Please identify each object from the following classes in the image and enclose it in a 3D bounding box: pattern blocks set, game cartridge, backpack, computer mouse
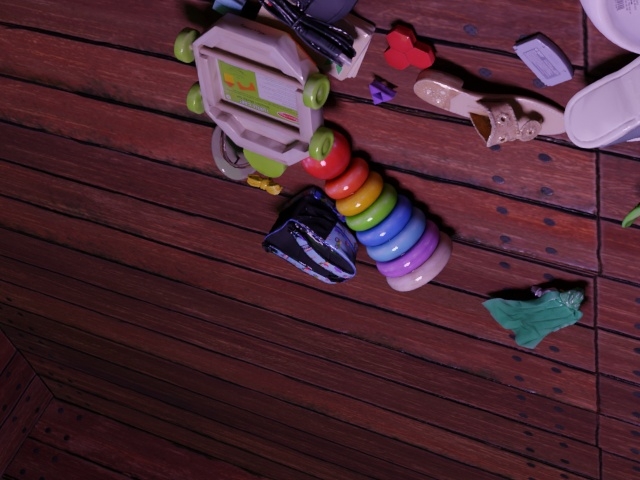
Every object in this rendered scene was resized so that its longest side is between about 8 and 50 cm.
[{"bbox_3d":[-0.006,-0.327,1.759,0.325,0.026,0.285,36,150,-12],"label":"pattern blocks set"},{"bbox_3d":[0.316,-0.253,1.599,0.083,0.017,0.056,42,153,-23],"label":"game cartridge"},{"bbox_3d":[0.000,0.000,2.191,0.173,0.117,0.158,36,151,-12],"label":"backpack"},{"bbox_3d":[0.013,-0.362,1.592,0.188,0.072,0.272,38,141,-4],"label":"computer mouse"}]

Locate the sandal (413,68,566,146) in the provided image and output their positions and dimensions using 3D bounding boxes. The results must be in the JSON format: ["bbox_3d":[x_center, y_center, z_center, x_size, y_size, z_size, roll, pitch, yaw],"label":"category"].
[{"bbox_3d":[0.247,-0.176,1.694,0.240,0.079,0.088,19,154,4],"label":"sandal"}]

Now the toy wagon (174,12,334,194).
[{"bbox_3d":[-0.101,-0.217,1.887,0.267,0.068,0.344,23,147,22],"label":"toy wagon"}]

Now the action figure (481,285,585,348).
[{"bbox_3d":[0.409,0.126,2.081,0.137,0.063,0.232,37,155,-11],"label":"action figure"}]

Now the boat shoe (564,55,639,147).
[{"bbox_3d":[0.471,-0.201,1.494,0.099,0.116,0.319,-4,168,-41],"label":"boat shoe"}]

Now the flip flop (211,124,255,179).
[{"bbox_3d":[-0.137,-0.179,2.063,0.112,0.080,0.277,35,151,-10],"label":"flip flop"}]

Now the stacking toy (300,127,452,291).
[{"bbox_3d":[0.088,-0.067,2.009,0.141,0.141,0.330,-12,126,51],"label":"stacking toy"}]

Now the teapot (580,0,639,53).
[{"bbox_3d":[0.383,-0.336,1.239,0.253,0.187,0.256,15,135,-24],"label":"teapot"}]

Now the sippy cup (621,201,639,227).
[{"bbox_3d":[0.588,0.068,1.675,0.240,0.305,0.224,-8,166,-8],"label":"sippy cup"}]
